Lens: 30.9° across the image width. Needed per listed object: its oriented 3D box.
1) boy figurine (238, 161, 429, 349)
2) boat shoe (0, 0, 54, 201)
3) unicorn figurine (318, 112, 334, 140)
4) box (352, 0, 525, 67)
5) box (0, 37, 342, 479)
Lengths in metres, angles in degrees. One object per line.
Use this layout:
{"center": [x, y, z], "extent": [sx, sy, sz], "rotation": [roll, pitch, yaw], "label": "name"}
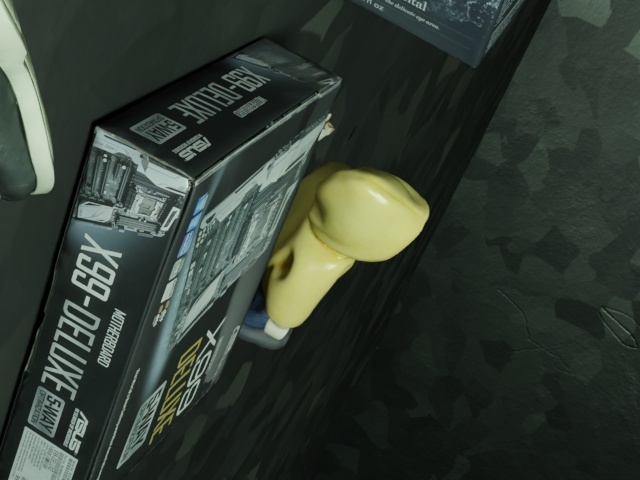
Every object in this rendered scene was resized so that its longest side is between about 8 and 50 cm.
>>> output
{"center": [0.000, 0.000, 1.046], "extent": [0.285, 0.092, 0.177], "rotation": [-40, -156, 54], "label": "boy figurine"}
{"center": [-0.151, -0.070, 0.448], "extent": [0.079, 0.084, 0.233], "rotation": [-19, 167, -10], "label": "boat shoe"}
{"center": [-0.044, -0.062, 0.988], "extent": [0.111, 0.060, 0.162], "rotation": [-47, 165, -24], "label": "unicorn figurine"}
{"center": [0.084, -0.237, 0.839], "extent": [0.093, 0.156, 0.158], "rotation": [-53, 167, -33], "label": "box"}
{"center": [-0.109, 0.026, 0.843], "extent": [0.242, 0.076, 0.308], "rotation": [-44, 160, -59], "label": "box"}
